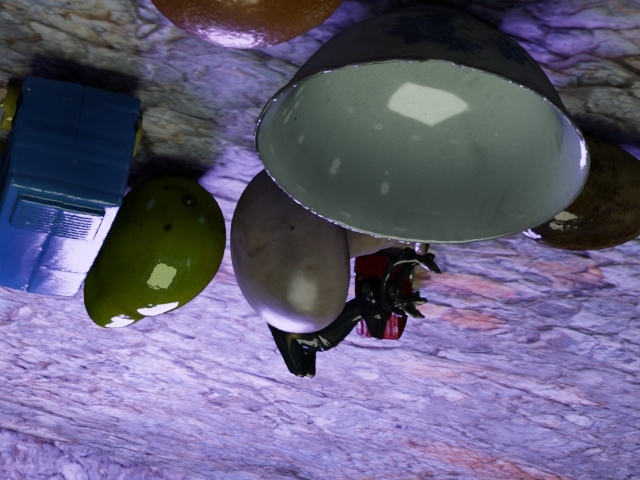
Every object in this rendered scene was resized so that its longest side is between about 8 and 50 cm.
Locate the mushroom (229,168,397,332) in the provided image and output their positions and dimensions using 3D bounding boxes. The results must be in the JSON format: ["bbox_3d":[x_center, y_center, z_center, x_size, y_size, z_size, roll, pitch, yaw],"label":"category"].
[{"bbox_3d":[-0.013,0.013,1.920,0.209,0.206,0.206,18,157,-35],"label":"mushroom"}]

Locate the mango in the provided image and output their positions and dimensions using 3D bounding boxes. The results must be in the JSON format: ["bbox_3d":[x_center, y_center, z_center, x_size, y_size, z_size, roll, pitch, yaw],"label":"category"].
[{"bbox_3d":[-0.213,0.021,2.033,0.143,0.175,0.293,25,148,-17],"label":"mango"}]

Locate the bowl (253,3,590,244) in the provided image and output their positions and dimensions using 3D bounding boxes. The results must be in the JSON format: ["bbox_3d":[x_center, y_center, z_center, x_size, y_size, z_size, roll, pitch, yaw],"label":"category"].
[{"bbox_3d":[0.102,-0.135,1.549,0.313,0.146,0.313,7,151,4],"label":"bowl"}]

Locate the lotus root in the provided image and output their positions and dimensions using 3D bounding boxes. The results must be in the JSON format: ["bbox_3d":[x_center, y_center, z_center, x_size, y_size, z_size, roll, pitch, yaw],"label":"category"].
[{"bbox_3d":[0.287,-0.047,1.752,0.214,0.138,0.138,15,158,-15],"label":"lotus root"}]

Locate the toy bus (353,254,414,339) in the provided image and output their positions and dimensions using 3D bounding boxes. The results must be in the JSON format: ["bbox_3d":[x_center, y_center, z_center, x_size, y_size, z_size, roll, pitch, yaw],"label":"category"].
[{"bbox_3d":[0.083,0.084,2.203,0.081,0.089,0.195,7,159,5],"label":"toy bus"}]

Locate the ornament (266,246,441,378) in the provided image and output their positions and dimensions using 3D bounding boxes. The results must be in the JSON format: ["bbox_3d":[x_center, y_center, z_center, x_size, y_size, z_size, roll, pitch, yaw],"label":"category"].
[{"bbox_3d":[0.037,0.042,2.076,0.236,0.202,0.080,-27,164,21],"label":"ornament"}]

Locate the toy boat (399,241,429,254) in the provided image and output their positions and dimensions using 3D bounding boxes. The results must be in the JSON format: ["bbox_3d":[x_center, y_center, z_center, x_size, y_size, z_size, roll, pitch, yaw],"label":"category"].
[{"bbox_3d":[0.097,-0.065,1.790,0.061,0.116,0.188,12,161,10],"label":"toy boat"}]

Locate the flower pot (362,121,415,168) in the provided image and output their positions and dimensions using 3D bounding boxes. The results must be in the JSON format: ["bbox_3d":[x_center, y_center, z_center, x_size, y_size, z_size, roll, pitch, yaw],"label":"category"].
[{"bbox_3d":[0.039,-0.126,1.689,0.089,0.111,0.111,34,150,-23],"label":"flower pot"}]

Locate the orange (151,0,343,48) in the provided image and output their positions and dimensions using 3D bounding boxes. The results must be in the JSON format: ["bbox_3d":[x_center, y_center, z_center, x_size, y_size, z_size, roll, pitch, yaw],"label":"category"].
[{"bbox_3d":[-0.058,-0.251,1.284,0.206,0.206,0.206,7,159,3],"label":"orange"}]

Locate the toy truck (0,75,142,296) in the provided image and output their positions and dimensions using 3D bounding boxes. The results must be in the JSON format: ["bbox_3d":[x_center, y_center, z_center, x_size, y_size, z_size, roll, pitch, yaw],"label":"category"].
[{"bbox_3d":[-0.313,-0.058,1.896,0.161,0.162,0.385,12,159,-14],"label":"toy truck"}]
